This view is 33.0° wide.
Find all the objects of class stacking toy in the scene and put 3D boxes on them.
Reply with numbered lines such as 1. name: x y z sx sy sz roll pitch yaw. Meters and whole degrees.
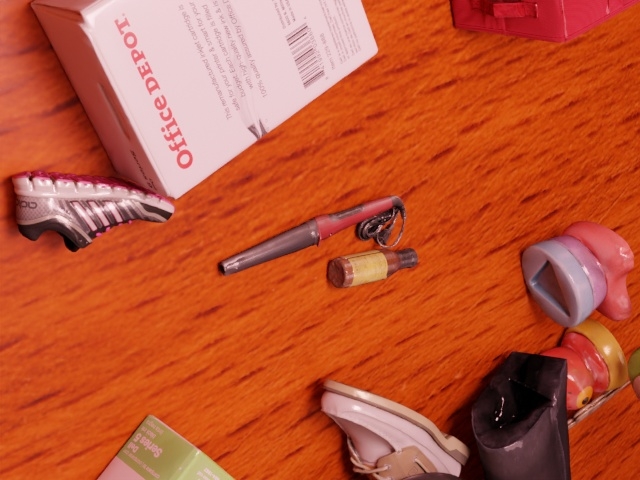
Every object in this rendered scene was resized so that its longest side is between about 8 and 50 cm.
1. stacking toy: 0.394 0.148 1.530 0.130 0.279 0.309 -26 122 -18

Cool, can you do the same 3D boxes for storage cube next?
1. storage cube: 0.272 -0.368 1.301 0.215 0.184 0.193 -30 121 -29

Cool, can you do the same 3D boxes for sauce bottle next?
1. sauce bottle: 0.069 0.032 1.365 0.128 0.042 0.042 -9 111 -36

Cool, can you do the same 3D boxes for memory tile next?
1. memory tile: 0.424 0.268 1.712 0.148 0.012 0.113 -21 157 -41

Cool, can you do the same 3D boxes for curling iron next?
1. curling iron: 0.000 0.000 1.301 0.274 0.035 0.068 -17 115 -35

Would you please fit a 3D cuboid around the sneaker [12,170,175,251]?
1. sneaker: -0.230 -0.025 1.086 0.170 0.063 0.074 5 101 -36

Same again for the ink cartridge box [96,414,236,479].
1. ink cartridge box: -0.195 0.369 1.214 0.273 0.115 0.198 -51 129 -14

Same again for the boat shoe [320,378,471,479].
1. boat shoe: 0.095 0.274 1.423 0.302 0.113 0.103 36 75 -42

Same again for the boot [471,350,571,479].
1. boot: 0.292 0.434 1.540 0.367 0.146 0.445 -65 152 -52

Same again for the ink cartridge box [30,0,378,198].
1. ink cartridge box: -0.108 -0.211 1.080 0.289 0.121 0.211 -38 126 -24

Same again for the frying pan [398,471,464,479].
1. frying pan: 0.053 0.378 1.399 0.326 0.053 0.197 -16 144 -10
